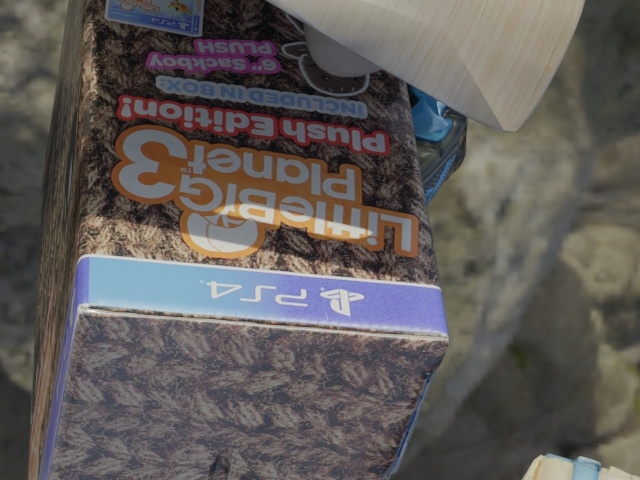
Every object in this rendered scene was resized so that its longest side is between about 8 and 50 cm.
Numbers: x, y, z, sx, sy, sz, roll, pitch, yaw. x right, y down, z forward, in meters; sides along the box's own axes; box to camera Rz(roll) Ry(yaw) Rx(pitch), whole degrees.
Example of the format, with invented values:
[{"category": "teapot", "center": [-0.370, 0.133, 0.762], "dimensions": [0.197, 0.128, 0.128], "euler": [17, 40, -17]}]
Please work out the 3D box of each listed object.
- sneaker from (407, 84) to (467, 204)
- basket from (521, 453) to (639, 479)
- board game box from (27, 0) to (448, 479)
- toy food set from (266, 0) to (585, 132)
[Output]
[{"category": "sneaker", "center": [0.000, 0.000, 1.475], "dimensions": [0.341, 0.125, 0.139], "euler": [-40, 159, -3]}, {"category": "basket", "center": [0.192, 0.244, 0.816], "dimensions": [0.255, 0.289, 0.201], "euler": [-57, 165, -45]}, {"category": "board game box", "center": [-0.053, 0.006, 0.809], "dimensions": [0.291, 0.141, 0.232], "euler": [-96, -163, -44]}, {"category": "toy food set", "center": [-0.030, -0.161, 0.710], "dimensions": [0.219, 0.306, 0.092], "euler": [28, 109, -19]}]
